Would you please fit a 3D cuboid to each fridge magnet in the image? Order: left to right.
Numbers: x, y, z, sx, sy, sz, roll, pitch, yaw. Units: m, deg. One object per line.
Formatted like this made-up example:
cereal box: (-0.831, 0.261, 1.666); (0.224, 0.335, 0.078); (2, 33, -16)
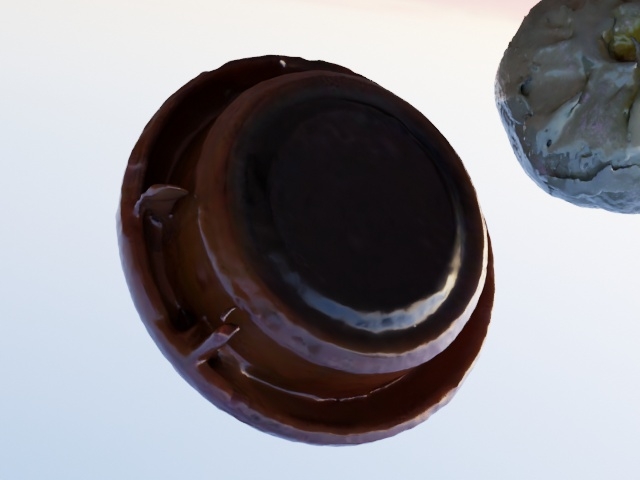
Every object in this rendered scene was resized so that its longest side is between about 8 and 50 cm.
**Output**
fridge magnet: (0.000, 0.000, 1.537); (0.364, 0.363, 0.155); (3, 158, -28)

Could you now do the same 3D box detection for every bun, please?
bun: (0.268, -0.137, 1.566); (0.239, 0.239, 0.141); (11, 156, 15)
